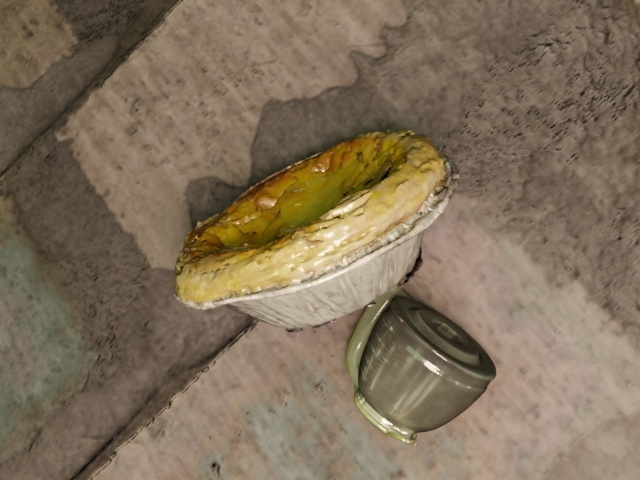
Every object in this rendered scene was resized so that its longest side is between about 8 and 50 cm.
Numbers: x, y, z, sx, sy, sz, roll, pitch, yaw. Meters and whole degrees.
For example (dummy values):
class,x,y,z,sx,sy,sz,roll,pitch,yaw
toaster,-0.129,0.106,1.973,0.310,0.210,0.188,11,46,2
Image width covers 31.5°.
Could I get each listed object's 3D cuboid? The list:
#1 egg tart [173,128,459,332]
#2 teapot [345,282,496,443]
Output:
class,x,y,z,sx,sy,sz,roll,pitch,yaw
egg tart,0.000,0.000,0.859,0.234,0.094,0.234,-23,19,8
teapot,0.067,0.095,0.835,0.092,0.124,0.090,34,104,-6
